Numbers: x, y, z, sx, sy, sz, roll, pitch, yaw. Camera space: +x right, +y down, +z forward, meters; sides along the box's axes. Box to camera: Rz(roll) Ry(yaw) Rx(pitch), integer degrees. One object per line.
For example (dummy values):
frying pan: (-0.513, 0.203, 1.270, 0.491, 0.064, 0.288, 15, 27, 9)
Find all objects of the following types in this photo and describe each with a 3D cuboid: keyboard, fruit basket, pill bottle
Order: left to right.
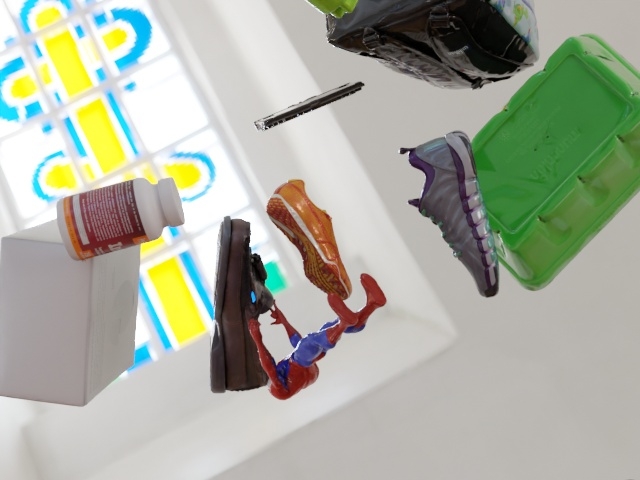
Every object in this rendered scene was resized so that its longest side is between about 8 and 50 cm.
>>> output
pill bottle: (-0.256, -0.032, 1.563, 0.152, 0.086, 0.086, -15, -29, 1)
keyboard: (-0.021, -0.219, 1.994, 0.180, 0.023, 0.108, -23, 11, -13)
fruit basket: (0.370, -0.133, 1.921, 0.392, 0.283, 0.392, -37, -20, -16)

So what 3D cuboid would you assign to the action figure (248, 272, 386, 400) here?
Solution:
action figure: (-0.030, 0.111, 1.573, 0.091, 0.139, 0.280, -27, -19, -37)

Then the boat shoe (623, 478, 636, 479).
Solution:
boat shoe: (0.351, 0.352, 1.148, 0.104, 0.307, 0.110, -7, -60, -39)

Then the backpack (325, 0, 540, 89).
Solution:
backpack: (0.213, -0.363, 1.945, 0.290, 0.273, 0.355, -18, -32, 32)

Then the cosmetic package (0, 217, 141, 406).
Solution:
cosmetic package: (-0.356, 0.094, 1.733, 0.138, 0.224, 0.224, 6, 9, 7)

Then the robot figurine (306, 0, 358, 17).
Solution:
robot figurine: (-0.002, -0.341, 1.577, 0.115, 0.067, 0.101, 35, -22, -22)

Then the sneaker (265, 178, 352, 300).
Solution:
sneaker: (0.000, 0.000, 1.517, 0.067, 0.064, 0.175, -46, -60, -34)

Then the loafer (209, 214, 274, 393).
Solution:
loafer: (-0.105, 0.092, 1.705, 0.095, 0.109, 0.302, 3, -53, -5)

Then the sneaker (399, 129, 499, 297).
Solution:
sneaker: (0.171, -0.028, 1.591, 0.098, 0.223, 0.083, -13, 5, 9)
